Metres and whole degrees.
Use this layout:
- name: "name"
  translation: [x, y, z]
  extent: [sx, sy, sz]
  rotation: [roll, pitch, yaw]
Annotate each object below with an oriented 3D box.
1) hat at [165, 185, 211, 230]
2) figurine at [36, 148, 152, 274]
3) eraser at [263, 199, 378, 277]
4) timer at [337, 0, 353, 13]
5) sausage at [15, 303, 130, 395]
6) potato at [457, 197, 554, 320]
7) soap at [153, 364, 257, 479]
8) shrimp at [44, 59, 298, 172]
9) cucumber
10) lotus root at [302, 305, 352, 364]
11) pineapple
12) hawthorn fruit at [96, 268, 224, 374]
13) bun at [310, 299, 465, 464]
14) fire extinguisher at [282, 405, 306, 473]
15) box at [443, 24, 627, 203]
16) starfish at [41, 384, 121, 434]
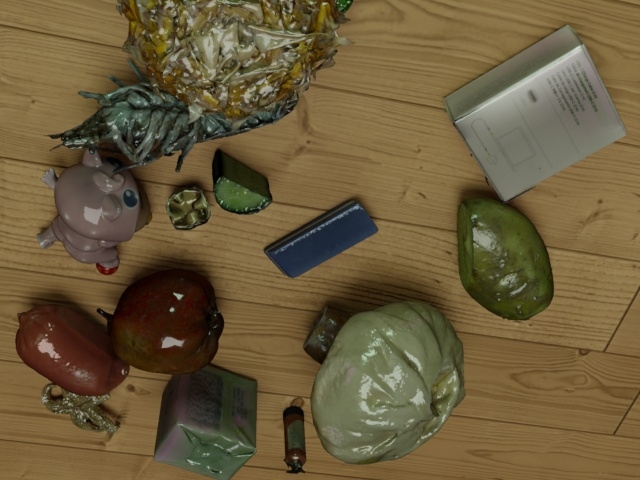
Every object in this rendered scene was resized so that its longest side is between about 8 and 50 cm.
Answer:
- name: "hat"
  translation: [-0.243, -0.063, 1.572]
  extent: [0.077, 0.059, 0.076]
  rotation: [-19, 108, 3]
- name: "figurine"
  translation: [-0.403, -0.051, 1.535]
  extent: [0.186, 0.176, 0.287]
  rotation: [-22, 157, -40]
- name: "eraser"
  translation: [0.000, 0.000, 1.645]
  extent: [0.225, 0.036, 0.082]
  rotation: [-30, 121, 16]
- name: "timer"
  translation: [0.007, -0.426, 1.339]
  extent: [0.128, 0.047, 0.140]
  rotation: [19, 122, -18]
- name: "sausage"
  translation: [-0.505, 0.224, 1.706]
  extent: [0.148, 0.148, 0.254]
  rotation: [-30, 122, 16]
- name: "potato"
  translation: [0.346, 0.034, 1.637]
  extent: [0.176, 0.141, 0.298]
  rotation: [-32, 115, 2]
- name: "soap"
  translation: [-0.241, 0.381, 1.799]
  extent: [0.182, 0.199, 0.138]
  rotation: [25, 123, -20]
- name: "shrimp"
  translation: [-0.242, -0.207, 1.407]
  extent: [0.411, 0.221, 0.166]
  rotation: [-6, 153, -22]
- name: "cucumber"
  translation: [-0.150, -0.097, 1.521]
  extent: [0.116, 0.115, 0.062]
  rotation: [31, 114, -26]
- name: "lotus root"
  translation: [0.019, 0.199, 1.744]
  extent: [0.081, 0.112, 0.122]
  rotation: [29, 87, -6]
- name: "pineapple"
  translation: [-0.119, -0.334, 1.192]
  extent: [0.352, 0.300, 0.352]
  rotation: [-2, 132, -2]
- name: "hawthorn fruit"
  translation: [-0.318, 0.155, 1.652]
  extent: [0.248, 0.208, 0.208]
  rotation: [1, 127, 15]
- name: "bun"
  translation: [0.154, 0.296, 1.684]
  extent: [0.365, 0.219, 0.365]
  rotation: [-32, 139, -32]
- name: "fire extinguisher"
  translation: [-0.059, 0.447, 1.870]
  extent: [0.050, 0.177, 0.062]
  rotation: [-40, 120, 23]
- name: "box"
  translation: [0.372, -0.215, 1.479]
  extent: [0.252, 0.106, 0.203]
  rotation: [-30, 121, 17]
- name: "starfish"
  translation: [-0.527, 0.360, 1.853]
  extent: [0.150, 0.053, 0.209]
  rotation: [-21, 122, 5]
